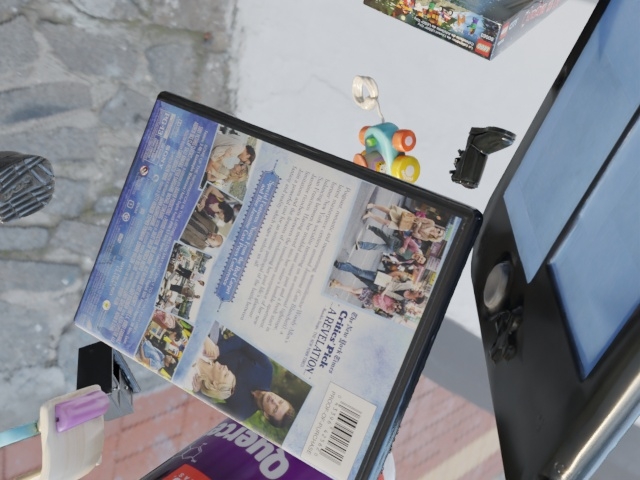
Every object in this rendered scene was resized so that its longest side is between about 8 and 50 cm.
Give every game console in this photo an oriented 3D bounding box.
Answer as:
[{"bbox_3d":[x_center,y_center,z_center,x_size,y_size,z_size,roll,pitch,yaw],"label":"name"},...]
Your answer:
[{"bbox_3d":[0.210,-0.050,0.613,0.342,0.060,0.386,-77,-172,-58],"label":"game console"}]

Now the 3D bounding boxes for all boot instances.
[{"bbox_3d":[-0.568,-0.061,1.232,0.338,0.223,0.118,-25,125,-48],"label":"boot"},{"bbox_3d":[0.261,-0.133,1.424,0.045,0.121,0.099,23,87,-25],"label":"boot"}]

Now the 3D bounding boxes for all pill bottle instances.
[{"bbox_3d":[-0.084,0.281,0.882,0.323,0.182,0.181,-30,134,-40],"label":"pill bottle"}]

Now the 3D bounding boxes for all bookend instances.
[{"bbox_3d":[-0.410,0.302,1.714,0.072,0.157,0.156,-18,126,0],"label":"bookend"}]

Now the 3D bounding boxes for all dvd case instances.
[{"bbox_3d":[-0.040,0.022,0.568,0.022,0.253,0.180,14,98,-61],"label":"dvd case"}]

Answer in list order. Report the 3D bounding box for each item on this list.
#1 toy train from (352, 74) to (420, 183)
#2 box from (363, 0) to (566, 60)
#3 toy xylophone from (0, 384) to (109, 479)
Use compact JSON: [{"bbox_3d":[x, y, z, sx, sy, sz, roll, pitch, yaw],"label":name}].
[{"bbox_3d":[0.025,-0.057,0.774,0.046,0.125,0.166,-23,152,-29],"label":"toy train"},{"bbox_3d":[0.177,-0.289,0.982,0.233,0.159,0.044,-40,152,-41],"label":"box"},{"bbox_3d":[-0.344,0.224,0.827,0.323,0.081,0.236,-19,175,-1],"label":"toy xylophone"}]
